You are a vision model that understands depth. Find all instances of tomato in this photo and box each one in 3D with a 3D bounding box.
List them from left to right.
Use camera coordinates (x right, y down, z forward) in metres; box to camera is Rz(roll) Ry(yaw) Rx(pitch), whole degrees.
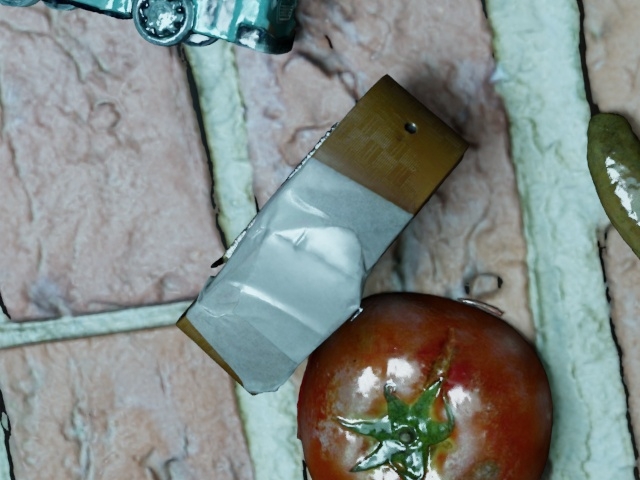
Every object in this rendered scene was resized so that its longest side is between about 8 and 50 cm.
[{"bbox_3d":[0.078,0.153,1.138,0.225,0.085,0.225,3,104,11],"label":"tomato"}]

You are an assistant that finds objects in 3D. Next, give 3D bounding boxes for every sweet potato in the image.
[{"bbox_3d":[0.291,0.016,1.085,0.075,0.075,0.273,-43,88,14],"label":"sweet potato"}]

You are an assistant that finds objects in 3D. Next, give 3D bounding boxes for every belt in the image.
[{"bbox_3d":[0.000,0.000,1.066,0.105,0.184,0.261,42,104,-2],"label":"belt"}]

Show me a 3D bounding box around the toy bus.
[{"bbox_3d":[-0.138,-0.230,1.073,0.256,0.128,0.147,15,102,8],"label":"toy bus"}]
